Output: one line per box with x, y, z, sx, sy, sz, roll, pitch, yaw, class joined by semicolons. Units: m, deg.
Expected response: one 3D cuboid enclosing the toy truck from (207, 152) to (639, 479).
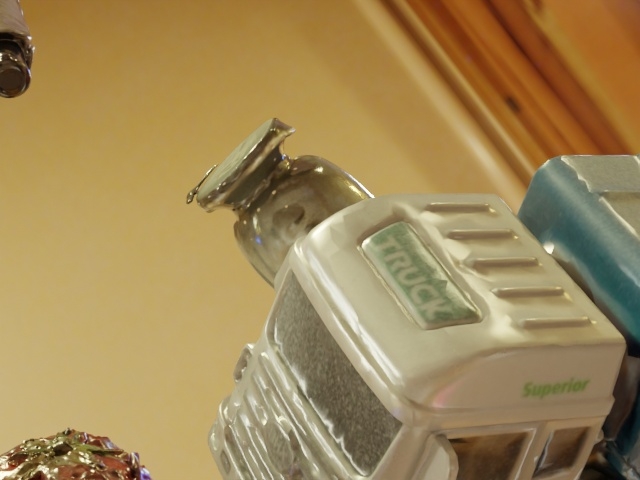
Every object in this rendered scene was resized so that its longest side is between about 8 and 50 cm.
0.144;0.063;0.673;0.367;0.146;0.175;-3;-55;-29;toy truck

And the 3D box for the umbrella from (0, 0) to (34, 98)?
-0.341;-0.228;1.562;0.073;0.337;0.067;-15;-57;-11;umbrella

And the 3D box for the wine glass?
0.000;0.000;1.234;0.111;0.204;0.111;-45;10;10;wine glass

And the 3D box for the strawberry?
-0.322;0.364;1.879;0.274;0.220;0.274;-7;12;1;strawberry
